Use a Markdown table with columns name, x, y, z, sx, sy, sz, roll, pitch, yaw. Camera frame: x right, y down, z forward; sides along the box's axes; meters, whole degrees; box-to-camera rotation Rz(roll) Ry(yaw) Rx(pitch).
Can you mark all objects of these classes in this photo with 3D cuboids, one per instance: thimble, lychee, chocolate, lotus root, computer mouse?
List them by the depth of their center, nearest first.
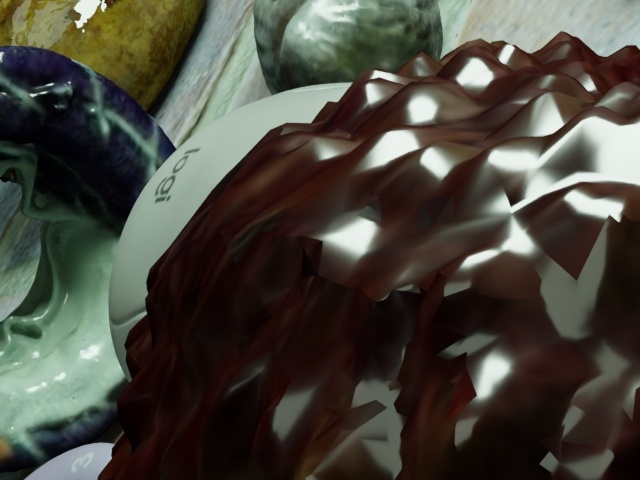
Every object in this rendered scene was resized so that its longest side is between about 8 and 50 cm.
| name | x | y | z | sx | sy | sz | roll | pitch | yaw |
| --- | --- | --- | --- | --- | --- | --- | --- | --- | --- |
| lychee | 0.085 | 0.085 | 0.478 | 0.306 | 0.306 | 0.330 | 25 | 102 | 61 |
| computer mouse | 0.000 | 0.000 | 0.868 | 0.297 | 0.121 | 0.184 | 4 | 55 | 57 |
| thimble | -0.183 | 0.005 | 1.013 | 0.150 | 0.237 | 0.237 | 11 | 62 | 54 |
| chocolate | 0.011 | -0.140 | 1.047 | 0.110 | 0.110 | 0.248 | -36 | 28 | 19 |
| lotus root | -0.160 | -0.141 | 1.254 | 0.145 | 0.128 | 0.260 | -5 | 50 | 38 |

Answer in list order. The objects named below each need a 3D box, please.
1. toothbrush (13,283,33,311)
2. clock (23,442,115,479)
| name | x | y | z | sx | sy | sz | roll | pitch | yaw |
| --- | --- | --- | --- | --- | --- | --- | --- | --- | --- |
| toothbrush | -0.208 | 0.100 | 1.123 | 0.027 | 0.021 | 0.269 | -2 | 50 | 45 |
| clock | -0.105 | 0.180 | 0.835 | 0.172 | 0.064 | 0.198 | -26 | 35 | 34 |
